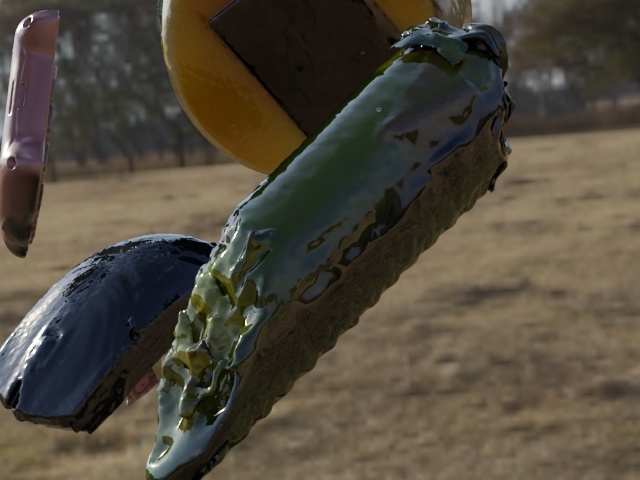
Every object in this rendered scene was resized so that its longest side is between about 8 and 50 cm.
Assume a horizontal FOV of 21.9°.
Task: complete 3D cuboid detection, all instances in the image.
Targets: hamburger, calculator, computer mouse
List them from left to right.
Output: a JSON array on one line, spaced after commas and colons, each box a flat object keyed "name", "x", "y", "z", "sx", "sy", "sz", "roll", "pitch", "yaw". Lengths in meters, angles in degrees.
[{"name": "calculator", "x": -0.302, "y": -0.100, "z": 1.708, "sx": 0.048, "sy": 0.220, "sz": 0.330, "roll": 5, "pitch": -16, "yaw": -9}, {"name": "computer mouse", "x": -0.167, "y": 0.060, "z": 1.309, "sx": 0.122, "sy": 0.073, "sz": 0.217, "roll": 20, "pitch": 58, "yaw": 44}, {"name": "hamburger", "x": -0.010, "y": -0.200, "z": 1.500, "sx": 0.300, "sy": 0.300, "sz": 0.176, "roll": -4, "pitch": 26, "yaw": 10}]

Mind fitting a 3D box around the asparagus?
[{"name": "asparagus", "x": 0.000, "y": 0.000, "z": 1.077, "sx": 0.108, "sy": 0.128, "sz": 0.382, "roll": 24, "pitch": 54, "yaw": 31}]

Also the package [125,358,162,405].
[{"name": "package", "x": -0.195, "y": 0.152, "z": 1.837, "sx": 0.059, "sy": 0.029, "sz": 0.083, "roll": -46, "pitch": -11, "yaw": -19}]
